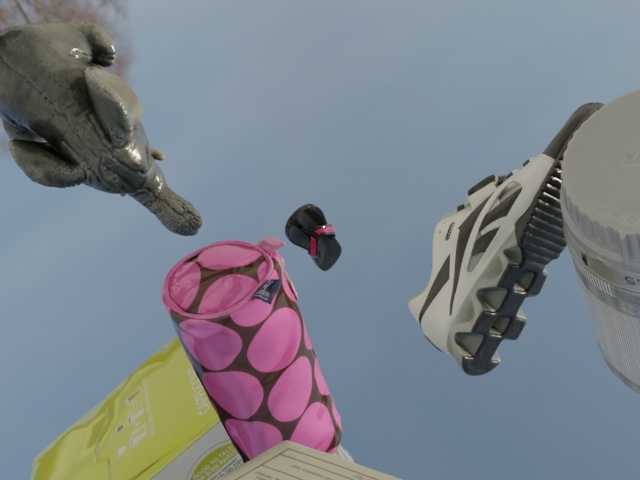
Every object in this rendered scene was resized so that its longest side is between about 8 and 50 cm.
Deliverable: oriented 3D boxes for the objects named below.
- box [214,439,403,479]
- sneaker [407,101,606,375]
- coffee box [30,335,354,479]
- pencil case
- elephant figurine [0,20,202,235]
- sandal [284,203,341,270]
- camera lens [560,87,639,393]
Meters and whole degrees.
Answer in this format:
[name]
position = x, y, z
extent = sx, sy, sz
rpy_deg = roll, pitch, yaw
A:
[box]
position = -0.066, 0.227, 0.526
extent = 0.148, 0.121, 0.311
rpy_deg = 13, -157, 39
[sneaker]
position = 0.203, -0.025, 1.191
extent = 0.146, 0.122, 0.330
rpy_deg = 39, -80, 42
[coffee box]
position = -0.148, 0.354, 1.381
extent = 0.338, 0.334, 0.337
rpy_deg = -40, -161, 0
[pencil case]
position = -0.044, 0.098, 0.829
extent = 0.095, 0.209, 0.098
rpy_deg = 25, -125, 40
[elephant figurine]
position = -0.243, -0.118, 1.116
extent = 0.186, 0.169, 0.239
rpy_deg = -17, -124, -35
[sandal]
position = 0.000, 0.000, 1.614
extent = 0.040, 0.179, 0.067
rpy_deg = 36, -97, 33
[camera lens]
position = 0.356, 0.013, 1.015
extent = 0.219, 0.274, 0.219
rpy_deg = -15, -137, 15
